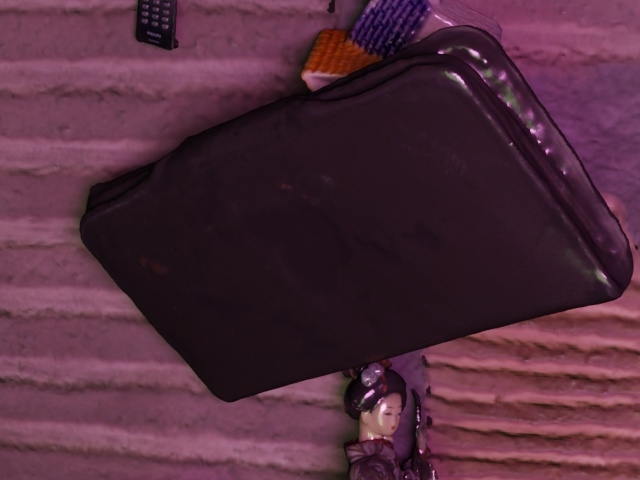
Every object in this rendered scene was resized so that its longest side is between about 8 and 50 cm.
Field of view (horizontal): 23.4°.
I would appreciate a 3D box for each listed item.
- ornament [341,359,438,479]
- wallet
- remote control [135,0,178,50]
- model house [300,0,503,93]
[{"bbox_3d":[0.060,0.174,1.084,0.153,0.166,0.196,0,99,13],"label":"ornament"},{"bbox_3d":[0.000,0.000,0.986,0.377,0.051,0.197,-21,114,42],"label":"wallet"},{"bbox_3d":[-0.105,-0.173,1.019,0.034,0.016,0.091,19,118,23],"label":"remote control"},{"bbox_3d":[0.048,-0.112,0.970,0.100,0.088,0.101,33,118,-5],"label":"model house"}]
